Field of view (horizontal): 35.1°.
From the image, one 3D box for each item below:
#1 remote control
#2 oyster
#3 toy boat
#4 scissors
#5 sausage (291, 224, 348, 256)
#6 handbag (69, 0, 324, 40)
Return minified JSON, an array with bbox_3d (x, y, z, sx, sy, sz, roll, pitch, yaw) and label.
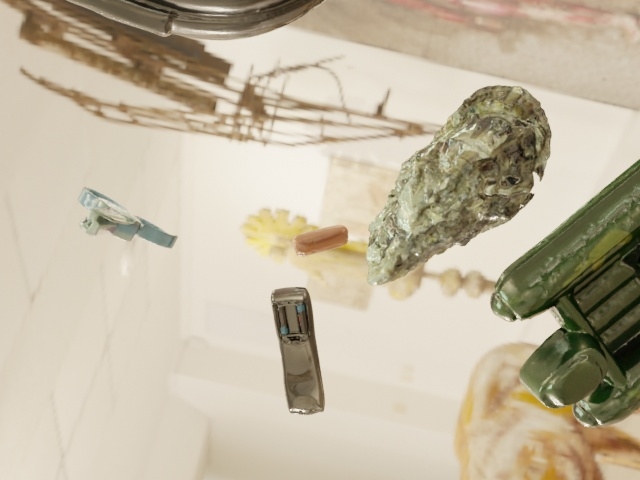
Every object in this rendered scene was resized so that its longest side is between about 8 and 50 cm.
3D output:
[{"bbox_3d":[-0.031,0.160,1.436,0.028,0.059,0.212,-90,-7,-62],"label":"remote control"},{"bbox_3d":[0.157,-0.070,1.213,0.087,0.252,0.199,-71,-33,-75],"label":"oyster"},{"bbox_3d":[0.172,-0.001,0.448,0.210,0.104,0.052,-37,21,4],"label":"toy boat"},{"bbox_3d":[-0.223,-0.022,1.099,0.030,0.125,0.256,-61,4,2],"label":"scissors"},{"bbox_3d":[0.000,0.000,1.452,0.034,0.083,0.034,165,90,-79],"label":"sausage"},{"bbox_3d":[-0.107,-0.276,0.762,0.093,0.308,0.254,99,-168,-79],"label":"handbag"}]
